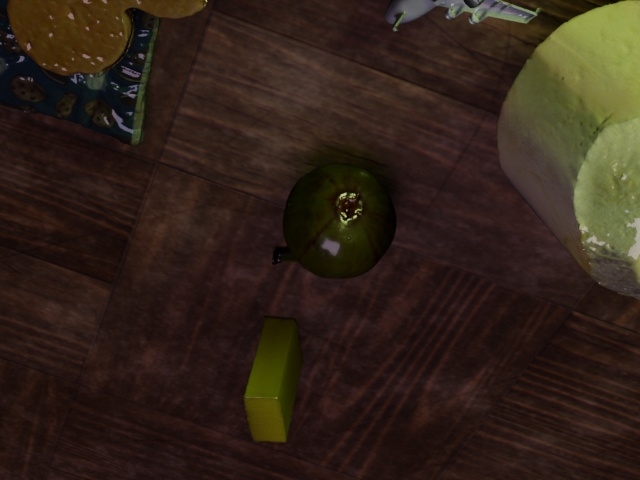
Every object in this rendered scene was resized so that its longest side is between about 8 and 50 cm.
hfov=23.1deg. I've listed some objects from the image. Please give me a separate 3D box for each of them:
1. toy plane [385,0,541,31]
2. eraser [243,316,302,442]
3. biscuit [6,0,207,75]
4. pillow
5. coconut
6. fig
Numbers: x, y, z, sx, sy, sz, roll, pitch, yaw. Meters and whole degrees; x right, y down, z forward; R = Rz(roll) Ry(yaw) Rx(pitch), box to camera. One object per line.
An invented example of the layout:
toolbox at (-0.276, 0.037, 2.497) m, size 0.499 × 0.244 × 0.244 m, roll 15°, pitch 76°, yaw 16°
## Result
toy plane at (0.114, -0.237, 1.402) m, size 0.162 × 0.065 × 0.171 m, roll 42°, pitch 130°, yaw -15°
eraser at (-0.056, 0.169, 1.898) m, size 0.045 × 0.122 × 0.097 m, roll 3°, pitch 141°, yaw 11°
biscuit at (-0.193, -0.286, 1.425) m, size 0.216 × 0.047 × 0.339 m, roll 21°, pitch 133°, yaw -7°
pillow at (-0.257, -0.204, 1.581) m, size 0.189 × 0.034 × 0.255 m, roll 17°, pitch 143°, yaw -1°
coconut at (0.284, -0.089, 1.402) m, size 0.239 × 0.244 × 0.239 m, roll -18°, pitch 134°, yaw -20°
fig at (0.000, 0.000, 1.699) m, size 0.124 × 0.124 × 0.236 m, roll 23°, pitch 155°, yaw -11°
